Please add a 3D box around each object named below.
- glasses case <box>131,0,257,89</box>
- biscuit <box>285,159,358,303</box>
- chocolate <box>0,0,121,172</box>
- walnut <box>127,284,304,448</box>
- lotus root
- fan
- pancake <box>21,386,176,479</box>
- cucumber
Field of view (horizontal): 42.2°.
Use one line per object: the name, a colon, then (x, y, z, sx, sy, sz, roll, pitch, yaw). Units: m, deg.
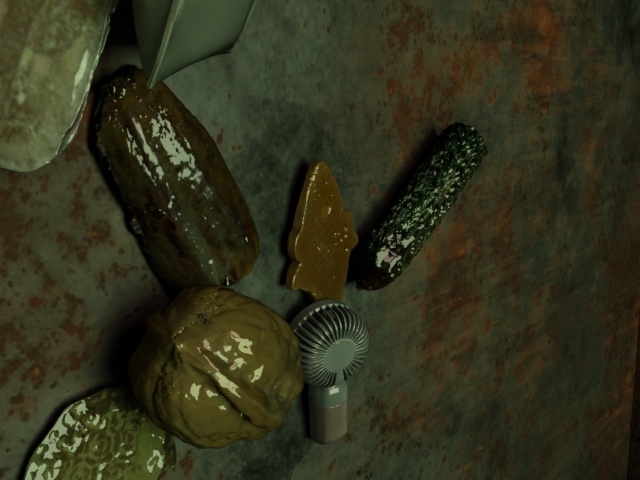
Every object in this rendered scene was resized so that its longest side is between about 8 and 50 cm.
glasses case: (-0.145, -0.257, 0.919, 0.308, 0.083, 0.128, -59, 167, -67)
biscuit: (0.000, 0.000, 1.242, 0.162, 0.035, 0.250, -28, 123, -49)
chocolate: (-0.290, -0.220, 0.780, 0.185, 0.101, 0.303, 24, 81, -66)
walnut: (-0.123, 0.153, 0.999, 0.198, 0.198, 0.245, -68, 154, -15)
lotus root: (-0.157, -0.062, 1.003, 0.167, 0.078, 0.329, -53, 134, -32)
fan: (0.009, 0.208, 1.269, 0.130, 0.074, 0.244, -15, 119, -29)
pancake: (-0.261, 0.283, 0.987, 0.235, 0.029, 0.212, -58, 135, -26)
cucumber: (0.159, -0.054, 1.386, 0.359, 0.096, 0.096, -51, 133, -30)
